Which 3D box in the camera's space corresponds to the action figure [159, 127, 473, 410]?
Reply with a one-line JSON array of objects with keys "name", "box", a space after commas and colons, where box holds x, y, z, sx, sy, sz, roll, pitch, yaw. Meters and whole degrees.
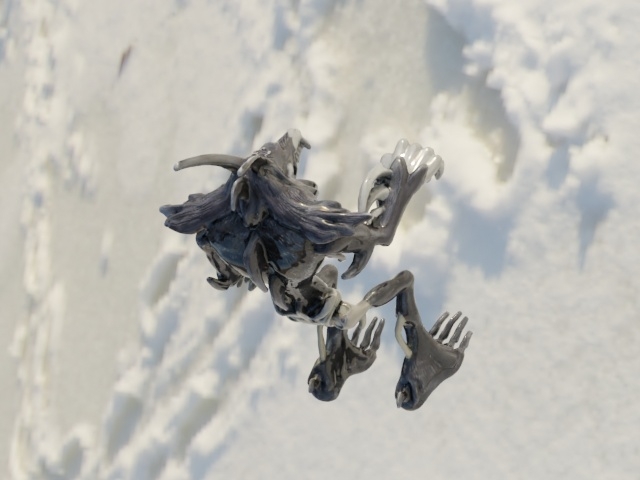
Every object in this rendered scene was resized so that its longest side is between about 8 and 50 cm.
[{"name": "action figure", "box": [0.000, 0.000, 0.955, 0.164, 0.275, 0.141, -1, 53, 28]}]
